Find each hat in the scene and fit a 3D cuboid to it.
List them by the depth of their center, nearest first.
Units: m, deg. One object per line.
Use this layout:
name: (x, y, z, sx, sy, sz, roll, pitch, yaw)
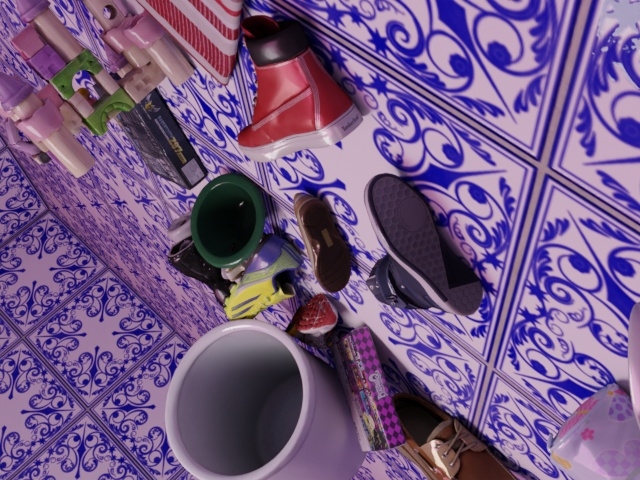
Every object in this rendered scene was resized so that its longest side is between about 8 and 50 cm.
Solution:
hat: (-0.134, -0.032, 1.518, 0.208, 0.173, 0.183, 51, -161, 30)

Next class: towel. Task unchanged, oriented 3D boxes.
towel: (-0.189, -0.350, 1.029, 0.237, 0.037, 0.329, 46, 166, 1)

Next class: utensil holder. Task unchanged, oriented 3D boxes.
utensil holder: (-0.096, 0.380, 1.691, 0.327, 0.328, 0.385, 35, 175, 32)

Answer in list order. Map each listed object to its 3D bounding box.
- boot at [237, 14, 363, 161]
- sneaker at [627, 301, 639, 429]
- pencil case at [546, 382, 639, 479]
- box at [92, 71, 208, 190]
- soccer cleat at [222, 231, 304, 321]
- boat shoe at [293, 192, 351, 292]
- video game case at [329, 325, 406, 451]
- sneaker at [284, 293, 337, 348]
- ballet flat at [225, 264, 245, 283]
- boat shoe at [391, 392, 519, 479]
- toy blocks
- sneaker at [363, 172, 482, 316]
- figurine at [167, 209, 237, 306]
boot: (-0.067, -0.198, 1.012, 0.176, 0.088, 0.244, 55, 151, -18)
sneaker: (0.401, 0.188, 0.763, 0.146, 0.104, 0.296, -13, 101, 39)
pencil case: (0.400, 0.297, 0.914, 0.273, 0.124, 0.113, 44, -160, 15)
box: (-0.342, -0.221, 1.580, 0.183, 0.059, 0.233, 24, 151, 48)
soccer cleat: (-0.115, 0.100, 1.569, 0.121, 0.093, 0.289, 33, 138, 5)
boat shoe: (0.000, 0.000, 1.294, 0.072, 0.068, 0.190, 43, 154, 51)
video game case: (0.089, 0.301, 1.559, 0.210, 0.041, 0.232, 122, 131, -70)
sneaker: (0.000, 0.171, 1.604, 0.092, 0.088, 0.225, 32, 164, -6)
ballet flat: (-0.163, 0.067, 1.727, 0.231, 0.077, 0.077, 32, 157, 37)
boat shoe: (0.234, 0.392, 1.454, 0.324, 0.122, 0.120, 28, 146, 46)
toy blocks: (-0.425, -0.294, 1.280, 0.260, 0.288, 0.309, 51, 164, -29)
sneaker: (0.098, 0.011, 1.055, 0.226, 0.086, 0.163, 53, 157, -19)
figurine: (-0.260, 0.053, 1.826, 0.209, 0.092, 0.215, 52, -173, -26)
